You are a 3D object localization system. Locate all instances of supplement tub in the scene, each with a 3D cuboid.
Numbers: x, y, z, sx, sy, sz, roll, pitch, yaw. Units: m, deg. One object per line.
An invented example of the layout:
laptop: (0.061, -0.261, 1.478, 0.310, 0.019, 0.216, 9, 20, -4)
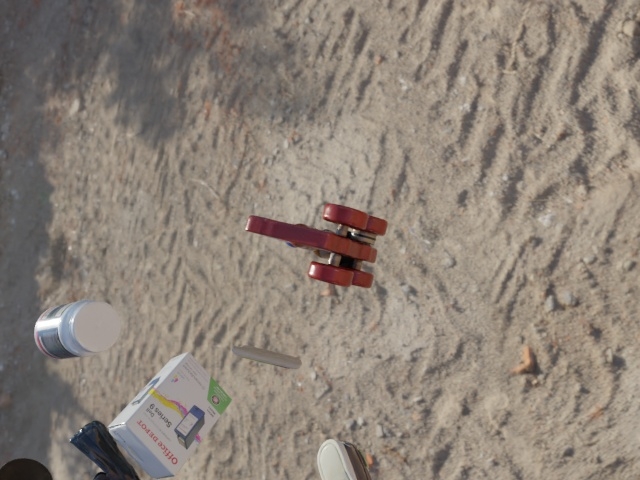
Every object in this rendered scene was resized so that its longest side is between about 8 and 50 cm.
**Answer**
supplement tub: (-0.825, 0.303, 2.019, 0.272, 0.191, 0.191, -13, 74, 40)

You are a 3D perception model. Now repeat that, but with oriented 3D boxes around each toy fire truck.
toy fire truck: (0.000, 0.000, 1.386, 0.254, 0.302, 0.169, 15, 90, 26)

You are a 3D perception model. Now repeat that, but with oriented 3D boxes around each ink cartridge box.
ink cartridge box: (-0.314, 0.368, 1.258, 0.093, 0.212, 0.154, -27, 105, 43)

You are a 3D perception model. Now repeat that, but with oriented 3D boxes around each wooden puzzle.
wooden puzzle: (-0.170, 0.384, 1.928, 0.238, 0.221, 0.044, 96, -173, -82)

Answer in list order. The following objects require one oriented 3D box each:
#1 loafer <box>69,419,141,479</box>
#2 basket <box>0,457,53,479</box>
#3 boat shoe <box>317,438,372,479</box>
loafer: (-0.438, 0.484, 1.242, 0.223, 0.078, 0.076, 55, 151, 1)
basket: (-0.735, 0.633, 1.392, 0.227, 0.154, 0.204, -54, 16, 18)
boat shoe: (0.086, 0.608, 1.336, 0.116, 0.097, 0.324, -44, 46, 27)
